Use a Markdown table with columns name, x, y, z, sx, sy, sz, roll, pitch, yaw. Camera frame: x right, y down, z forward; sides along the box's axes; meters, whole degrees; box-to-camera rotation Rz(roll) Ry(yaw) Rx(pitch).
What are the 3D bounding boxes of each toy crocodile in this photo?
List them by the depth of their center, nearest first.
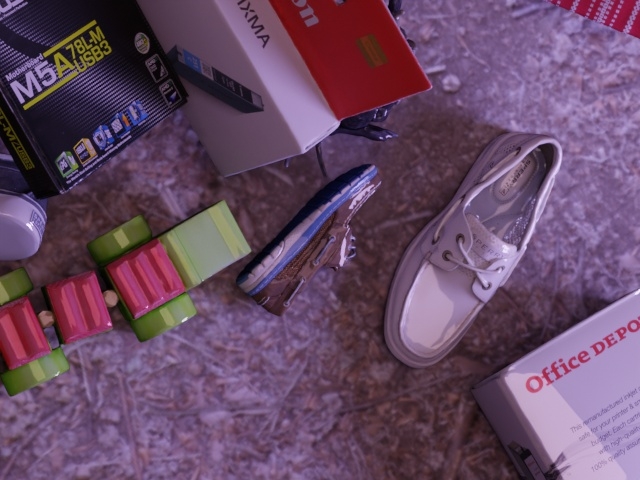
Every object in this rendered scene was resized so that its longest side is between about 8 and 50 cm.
| name | x | y | z | sx | sy | sz | roll | pitch | yaw |
| --- | --- | --- | --- | --- | --- | --- | --- | --- | --- |
| toy crocodile | -0.224 | 0.060 | 1.598 | 0.340 | 0.105 | 0.115 | -25 | 93 | -15 |

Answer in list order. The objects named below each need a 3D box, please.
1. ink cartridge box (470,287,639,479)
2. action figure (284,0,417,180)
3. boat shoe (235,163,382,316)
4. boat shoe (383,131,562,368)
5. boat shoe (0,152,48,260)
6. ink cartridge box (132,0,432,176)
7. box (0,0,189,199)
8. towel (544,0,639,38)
| name | x | y | z | sx | sy | sz | roll | pitch | yaw |
| --- | --- | --- | --- | --- | --- | --- | --- | --- | --- |
| ink cartridge box | 0.312 | 0.212 | 1.707 | 0.198 | 0.115 | 0.273 | -29 | 85 | -15 |
| action figure | 0.033 | -0.204 | 1.667 | 0.164 | 0.141 | 0.276 | 20 | 109 | -21 |
| boat shoe | 0.000 | 0.000 | 1.686 | 0.183 | 0.066 | 0.066 | -43 | 103 | -3 |
| boat shoe | 0.157 | 0.004 | 1.704 | 0.098 | 0.096 | 0.277 | 32 | 80 | -12 |
| boat shoe | -0.404 | -0.055 | 1.565 | 0.301 | 0.108 | 0.102 | 5 | 53 | -2 |
| ink cartridge box | -0.071 | -0.218 | 1.514 | 0.066 | 0.261 | 0.296 | -40 | 106 | -36 |
| box | -0.229 | -0.161 | 1.512 | 0.190 | 0.045 | 0.184 | -41 | 112 | -42 |
| towel | 0.262 | -0.341 | 1.717 | 0.274 | 0.031 | 0.199 | 23 | 108 | 3 |
